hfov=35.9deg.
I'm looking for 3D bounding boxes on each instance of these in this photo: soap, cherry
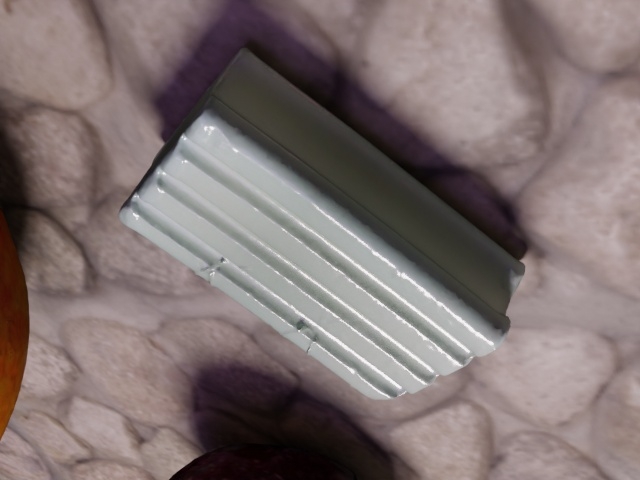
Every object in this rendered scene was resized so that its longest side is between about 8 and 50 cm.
[{"bbox_3d":[0.000,0.000,0.550,0.198,0.066,0.119,37,140,-12],"label":"soap"},{"bbox_3d":[-0.041,0.245,0.752,0.195,0.195,0.195,15,138,14],"label":"cherry"}]

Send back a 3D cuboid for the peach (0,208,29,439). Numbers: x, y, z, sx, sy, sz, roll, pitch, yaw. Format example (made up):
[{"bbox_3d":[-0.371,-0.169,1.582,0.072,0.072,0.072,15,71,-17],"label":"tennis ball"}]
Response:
[{"bbox_3d":[-0.384,0.065,0.596,0.388,0.388,0.388,15,138,14],"label":"peach"}]
